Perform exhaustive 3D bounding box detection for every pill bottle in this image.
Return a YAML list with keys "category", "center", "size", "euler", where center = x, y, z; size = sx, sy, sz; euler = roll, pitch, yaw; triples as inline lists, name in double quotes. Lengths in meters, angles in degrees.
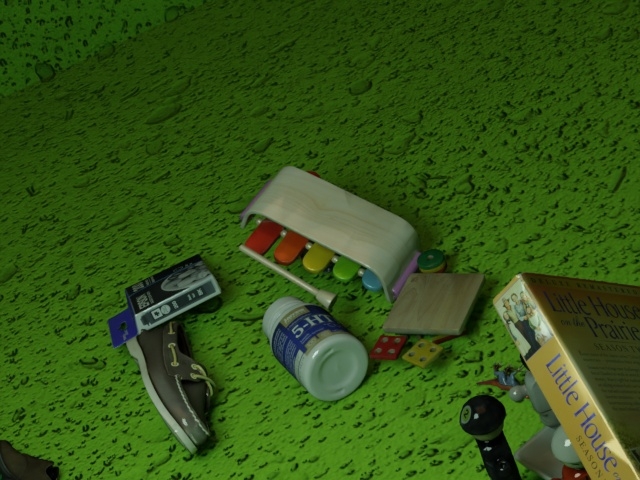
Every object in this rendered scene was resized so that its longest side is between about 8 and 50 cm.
- category: "pill bottle"
  center: [-0.015, 0.162, 2.073]
  size: [0.112, 0.112, 0.186]
  euler: [-32, 34, -14]

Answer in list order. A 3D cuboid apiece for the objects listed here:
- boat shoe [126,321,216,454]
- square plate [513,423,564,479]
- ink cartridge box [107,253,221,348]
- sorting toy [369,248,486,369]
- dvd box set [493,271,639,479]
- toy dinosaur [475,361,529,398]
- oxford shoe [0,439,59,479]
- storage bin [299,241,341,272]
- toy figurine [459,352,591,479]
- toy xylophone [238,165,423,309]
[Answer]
- category: "boat shoe"
  center: [-0.225, 0.225, 2.112]
  size: [0.096, 0.117, 0.324]
  euler: [-30, 27, -6]
- category: "square plate"
  center: [0.482, 0.260, 1.687]
  size: [0.344, 0.049, 0.347]
  euler: [-34, 34, -18]
- category: "ink cartridge box"
  center: [-0.286, 0.102, 2.335]
  size: [0.208, 0.045, 0.206]
  euler: [-28, 15, -7]
- category: "sorting toy"
  center: [0.180, 0.116, 2.079]
  size: [0.132, 0.046, 0.274]
  euler: [-1, 38, 30]
- category: "dvd box set"
  center: [0.393, 0.223, 1.460]
  size: [0.062, 0.307, 0.420]
  euler: [-49, 51, 32]
- category: "toy dinosaur"
  center: [0.280, 0.211, 1.910]
  size: [0.090, 0.047, 0.082]
  euler: [-48, 35, 22]
- category: "oxford shoe"
  center: [-0.464, 0.374, 2.089]
  size: [0.096, 0.083, 0.227]
  euler: [-12, 25, -26]
- category: "storage bin"
  center: [-0.011, -0.014, 2.345]
  size: [0.098, 0.091, 0.135]
  euler: [-34, 33, -17]
- category: "toy figurine"
  center: [0.305, 0.224, 1.665]
  size: [0.213, 0.148, 0.209]
  euler: [11, 46, 43]
- category: "toy xylophone"
  center: [0.000, 0.000, 2.204]
  size: [0.322, 0.081, 0.236]
  euler: [34, 60, 22]
